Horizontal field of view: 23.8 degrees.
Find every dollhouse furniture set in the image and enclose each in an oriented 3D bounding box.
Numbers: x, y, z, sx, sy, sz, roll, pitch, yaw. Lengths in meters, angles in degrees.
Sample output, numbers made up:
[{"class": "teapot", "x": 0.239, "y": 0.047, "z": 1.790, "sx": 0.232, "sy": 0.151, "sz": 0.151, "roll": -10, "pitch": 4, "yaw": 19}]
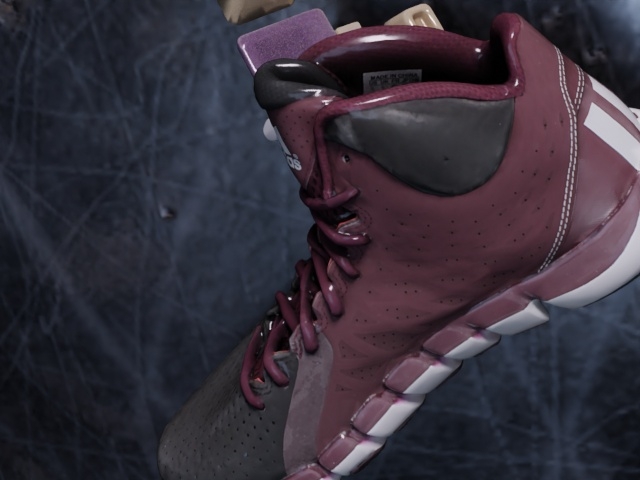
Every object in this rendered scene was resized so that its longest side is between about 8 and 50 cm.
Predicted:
[{"class": "dollhouse furniture set", "x": -0.014, "y": -0.104, "z": 0.689, "sx": 0.114, "sy": 0.091, "sz": 0.081, "roll": 61, "pitch": 160, "yaw": 14}]

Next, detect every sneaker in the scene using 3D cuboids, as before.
[{"class": "sneaker", "x": 0.000, "y": 0.000, "z": 0.643, "sx": 0.281, "sy": 0.106, "sz": 0.162, "roll": -38, "pitch": 125, "yaw": 18}]
